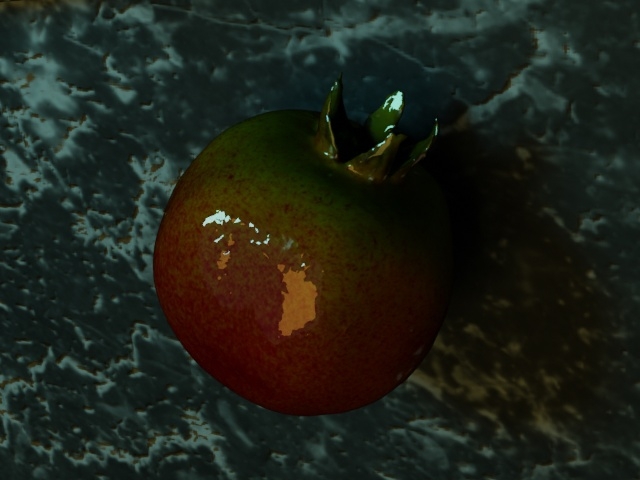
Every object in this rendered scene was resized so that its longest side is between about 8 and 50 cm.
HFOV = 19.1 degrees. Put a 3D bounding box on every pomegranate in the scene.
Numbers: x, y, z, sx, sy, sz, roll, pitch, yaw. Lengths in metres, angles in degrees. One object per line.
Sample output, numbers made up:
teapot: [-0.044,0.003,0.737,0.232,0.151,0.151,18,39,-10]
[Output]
pomegranate: [0.000,0.000,1.365,0.221,0.221,0.257,35,121,7]
